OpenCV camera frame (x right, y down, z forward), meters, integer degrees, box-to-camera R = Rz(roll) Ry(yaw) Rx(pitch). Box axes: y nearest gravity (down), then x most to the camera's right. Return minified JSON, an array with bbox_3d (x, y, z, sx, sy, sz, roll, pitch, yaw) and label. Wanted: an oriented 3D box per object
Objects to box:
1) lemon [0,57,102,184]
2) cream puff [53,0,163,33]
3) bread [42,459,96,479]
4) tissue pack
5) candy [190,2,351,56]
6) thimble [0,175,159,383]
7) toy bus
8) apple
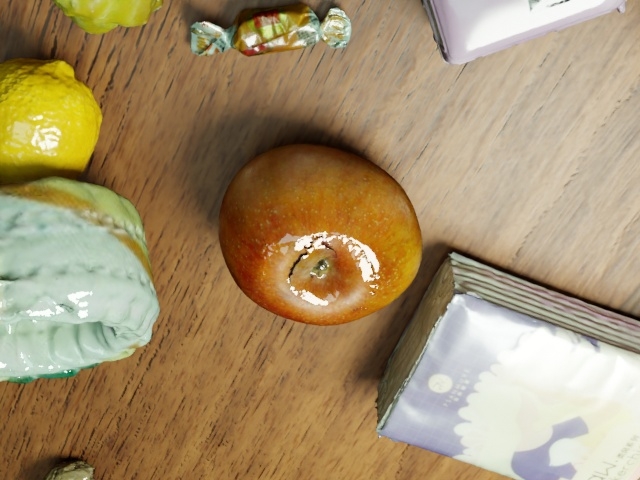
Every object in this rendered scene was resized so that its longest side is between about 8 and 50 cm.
[{"bbox_3d":[-0.324,-0.119,0.832,0.142,0.142,0.187,23,115,-7],"label":"lemon"},{"bbox_3d":[-0.216,-0.321,0.652,0.185,0.282,0.282,12,117,-10],"label":"cream puff"},{"bbox_3d":[-0.381,0.382,1.132,0.082,0.060,0.113,8,115,0],"label":"bread"},{"bbox_3d":[0.270,0.186,0.944,0.343,0.125,0.242,20,116,-6],"label":"tissue pack"},{"bbox_3d":[-0.057,-0.226,0.809,0.181,0.046,0.053,-5,118,5],"label":"candy"},{"bbox_3d":[-0.319,0.050,0.834,0.254,0.167,0.288,-16,160,0],"label":"thimble"},{"bbox_3d":[0.193,-0.266,0.714,0.202,0.142,0.142,-17,114,13],"label":"toy bus"},{"bbox_3d":[0.000,0.000,0.847,0.234,0.173,0.211,2,117,2],"label":"apple"}]
